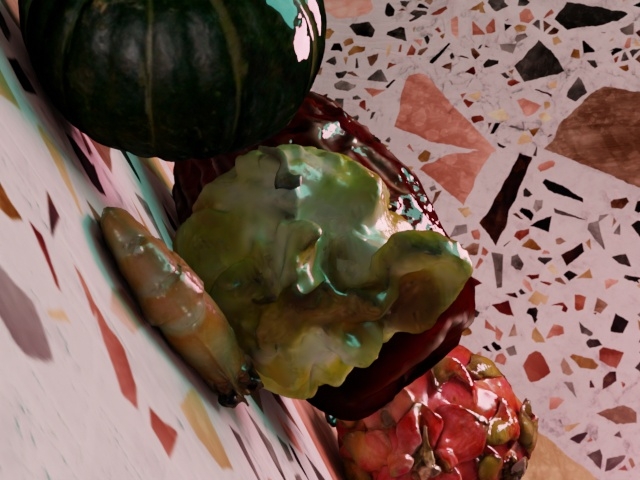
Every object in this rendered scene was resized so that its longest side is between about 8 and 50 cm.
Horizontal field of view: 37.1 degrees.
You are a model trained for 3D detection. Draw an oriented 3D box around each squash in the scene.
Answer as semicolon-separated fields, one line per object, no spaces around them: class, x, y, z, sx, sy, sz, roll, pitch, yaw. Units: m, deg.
squash;-0.104;-0.151;0.677;0.218;0.218;0.172;60;-12;22

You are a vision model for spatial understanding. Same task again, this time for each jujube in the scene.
jujube;0.000;0.000;0.951;0.376;0.258;0.258;64;2;30

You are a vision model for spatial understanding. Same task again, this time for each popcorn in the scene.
popcorn;0.000;0.019;0.694;0.213;0.198;0.198;13;-35;41

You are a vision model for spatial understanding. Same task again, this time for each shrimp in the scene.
shrimp;-0.089;0.047;0.609;0.099;0.041;0.180;35;-19;52

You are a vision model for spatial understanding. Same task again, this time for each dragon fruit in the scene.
dragon fruit;0.127;0.233;1.208;0.269;0.250;0.291;54;12;30

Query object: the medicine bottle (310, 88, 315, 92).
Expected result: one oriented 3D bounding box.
medicine bottle;-0.086;-0.137;1.572;0.238;0.232;0.238;59;0;1
